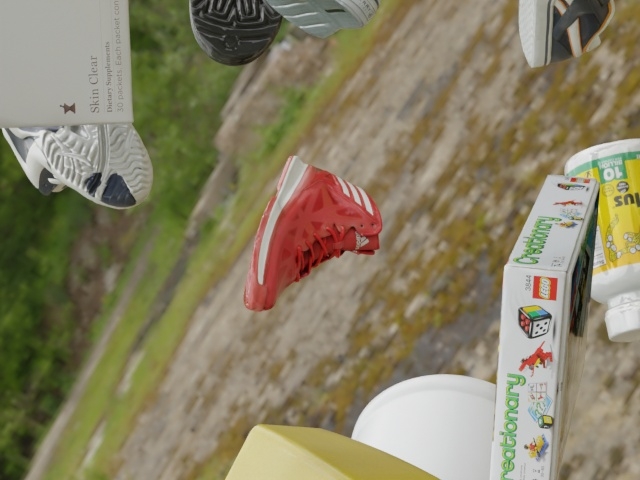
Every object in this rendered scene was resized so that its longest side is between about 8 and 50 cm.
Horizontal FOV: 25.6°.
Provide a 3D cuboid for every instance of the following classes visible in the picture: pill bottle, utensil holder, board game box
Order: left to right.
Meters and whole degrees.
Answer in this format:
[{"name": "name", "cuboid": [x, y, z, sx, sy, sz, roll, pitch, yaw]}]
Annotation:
[{"name": "utensil holder", "cuboid": [0.174, 0.436, 2.092, 0.327, 0.327, 0.385, -50, 8, 29]}, {"name": "board game box", "cuboid": [0.193, 0.072, 1.186, 0.305, 0.053, 0.193, -45, -41, -69]}, {"name": "pill bottle", "cuboid": [0.345, 0.003, 1.561, 0.117, 0.117, 0.208, 144, 123, -60]}]

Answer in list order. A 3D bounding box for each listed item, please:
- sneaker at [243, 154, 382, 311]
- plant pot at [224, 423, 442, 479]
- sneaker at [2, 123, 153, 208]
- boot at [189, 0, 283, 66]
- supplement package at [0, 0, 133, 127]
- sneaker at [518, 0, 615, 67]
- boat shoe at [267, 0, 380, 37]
[{"name": "sneaker", "cuboid": [0.000, 0.000, 1.499, 0.087, 0.128, 0.221, 105, -178, -48]}, {"name": "plant pot", "cuboid": [-0.008, 0.330, 1.669, 0.187, 0.212, 0.212, 34, 102, 36]}, {"name": "sneaker", "cuboid": [-0.245, -0.087, 1.434, 0.094, 0.235, 0.153, -54, -23, -15]}, {"name": "boot", "cuboid": [-0.115, -0.351, 2.046, 0.260, 0.131, 0.348, 97, 176, -63]}, {"name": "supplement package", "cuboid": [-0.249, -0.239, 1.225, 0.204, 0.145, 0.262, -138, 45, -72]}, {"name": "sneaker", "cuboid": [0.360, -0.387, 2.060, 0.321, 0.127, 0.126, 79, 180, -59]}, {"name": "boat shoe", "cuboid": [0.014, -0.257, 1.432, 0.076, 0.083, 0.226, -51, 28, -8]}]
